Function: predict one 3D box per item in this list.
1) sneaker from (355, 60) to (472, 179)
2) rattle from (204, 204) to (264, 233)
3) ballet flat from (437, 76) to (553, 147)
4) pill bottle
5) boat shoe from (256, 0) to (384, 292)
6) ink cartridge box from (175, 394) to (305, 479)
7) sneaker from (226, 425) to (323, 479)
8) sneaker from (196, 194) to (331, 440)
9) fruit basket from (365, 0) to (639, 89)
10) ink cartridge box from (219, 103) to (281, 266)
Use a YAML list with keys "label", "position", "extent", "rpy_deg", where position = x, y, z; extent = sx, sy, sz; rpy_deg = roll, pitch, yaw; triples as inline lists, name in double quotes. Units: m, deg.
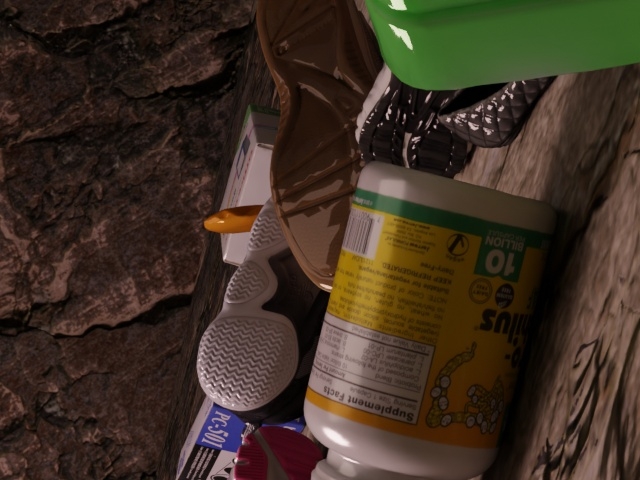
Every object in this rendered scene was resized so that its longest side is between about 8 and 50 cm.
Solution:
- label: "sneaker"
  position: [0.090, -0.149, 1.125]
  extent: [0.271, 0.100, 0.108]
  rpy_deg: [117, 169, -58]
- label: "rattle"
  position: [-0.027, -0.100, 1.684]
  extent: [0.130, 0.142, 0.200]
  rpy_deg: [-35, -45, -75]
- label: "ballet flat"
  position: [0.121, -0.117, 1.021]
  extent: [0.173, 0.049, 0.057]
  rpy_deg: [114, 166, -50]
- label: "pill bottle"
  position: [0.057, 0.067, 0.933]
  extent: [0.117, 0.117, 0.208]
  rpy_deg: [-149, 73, -81]
- label: "boat shoe"
  position: [0.028, -0.095, 1.425]
  extent: [0.121, 0.110, 0.341]
  rpy_deg: [-23, 55, 24]
- label: "ink cartridge box"
  position: [-0.084, 0.207, 1.696]
  extent: [0.207, 0.097, 0.046]
  rpy_deg: [116, 165, -56]
- label: "sneaker"
  position: [-0.063, 0.299, 1.451]
  extent: [0.111, 0.103, 0.252]
  rpy_deg: [118, 171, -64]
- label: "sneaker"
  position: [-0.025, 0.060, 1.509]
  extent: [0.269, 0.101, 0.153]
  rpy_deg: [-61, -19, -24]
- label: "fruit basket"
  position: [0.142, -0.213, 0.599]
  extent: [0.392, 0.282, 0.392]
  rpy_deg: [12, -104, -58]
- label: "ink cartridge box"
  position: [-0.061, -0.064, 1.978]
  extent: [0.212, 0.093, 0.154]
  rpy_deg: [-108, 33, -71]
